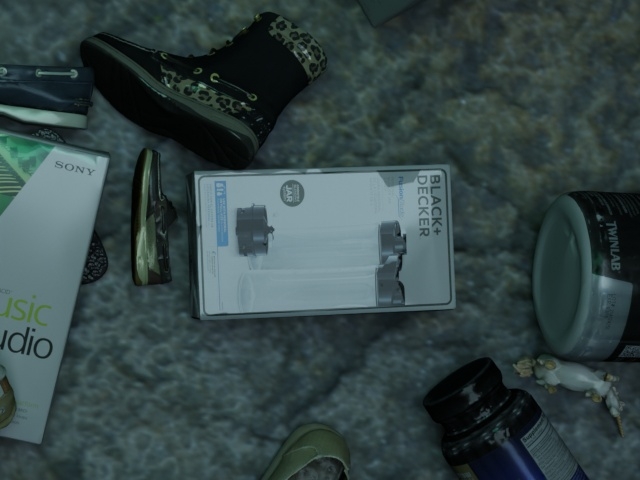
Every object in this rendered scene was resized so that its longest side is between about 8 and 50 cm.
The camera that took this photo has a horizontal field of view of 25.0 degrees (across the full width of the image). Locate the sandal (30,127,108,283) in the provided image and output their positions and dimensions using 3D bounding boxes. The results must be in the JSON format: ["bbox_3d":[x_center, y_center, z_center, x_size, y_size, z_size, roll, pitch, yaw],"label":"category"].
[{"bbox_3d":[-0.285,-0.037,1.580,0.067,0.040,0.179,-20,107,-6],"label":"sandal"}]

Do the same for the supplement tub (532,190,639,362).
[{"bbox_3d":[0.416,0.044,1.637,0.316,0.193,0.193,3,88,-11],"label":"supplement tub"}]

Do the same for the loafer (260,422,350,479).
[{"bbox_3d":[-0.051,0.324,1.584,0.102,0.092,0.268,28,83,-9],"label":"loafer"}]

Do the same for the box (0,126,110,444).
[{"bbox_3d":[-0.370,0.036,1.522,0.232,0.058,0.322,13,94,-11],"label":"box"}]

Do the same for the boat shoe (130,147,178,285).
[{"bbox_3d":[-0.182,-0.026,1.592,0.049,0.056,0.152,2,97,-16],"label":"boat shoe"}]

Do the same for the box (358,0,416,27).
[{"bbox_3d":[0.114,-0.380,1.512,0.168,0.345,0.215,-30,95,-11],"label":"box"}]

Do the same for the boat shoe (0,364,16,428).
[{"bbox_3d":[-0.412,0.228,1.412,0.302,0.113,0.103,-49,123,-28],"label":"boat shoe"}]

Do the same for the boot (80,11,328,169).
[{"bbox_3d":[-0.127,-0.193,1.594,0.236,0.085,0.178,31,57,16],"label":"boot"}]

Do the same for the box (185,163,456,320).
[{"bbox_3d":[0.000,0.000,1.608,0.290,0.087,0.169,-1,89,-12],"label":"box"}]

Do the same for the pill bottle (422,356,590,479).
[{"bbox_3d":[0.214,0.246,1.626,0.123,0.123,0.219,-36,95,-10],"label":"pill bottle"}]

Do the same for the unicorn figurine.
[{"bbox_3d":[0.301,0.165,1.665,0.162,0.111,0.060,32,92,6],"label":"unicorn figurine"}]

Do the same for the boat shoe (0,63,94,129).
[{"bbox_3d":[-0.367,-0.173,1.535,0.255,0.095,0.079,8,88,-12],"label":"boat shoe"}]
